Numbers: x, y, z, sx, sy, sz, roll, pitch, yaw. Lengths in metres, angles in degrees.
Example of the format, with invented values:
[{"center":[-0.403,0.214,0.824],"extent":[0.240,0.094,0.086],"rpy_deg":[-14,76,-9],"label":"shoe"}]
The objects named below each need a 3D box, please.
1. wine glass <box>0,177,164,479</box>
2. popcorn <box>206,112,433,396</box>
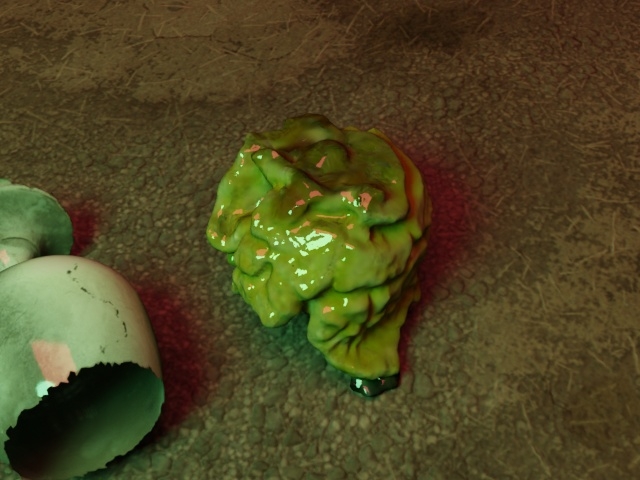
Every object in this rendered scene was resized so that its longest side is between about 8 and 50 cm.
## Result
[{"center":[-0.321,0.099,0.938],"extent":[0.238,0.238,0.323],"rpy_deg":[-29,48,-18],"label":"wine glass"},{"center":[0.001,-0.007,0.997],"extent":[0.292,0.237,0.293],"rpy_deg":[1,51,-1],"label":"popcorn"}]
